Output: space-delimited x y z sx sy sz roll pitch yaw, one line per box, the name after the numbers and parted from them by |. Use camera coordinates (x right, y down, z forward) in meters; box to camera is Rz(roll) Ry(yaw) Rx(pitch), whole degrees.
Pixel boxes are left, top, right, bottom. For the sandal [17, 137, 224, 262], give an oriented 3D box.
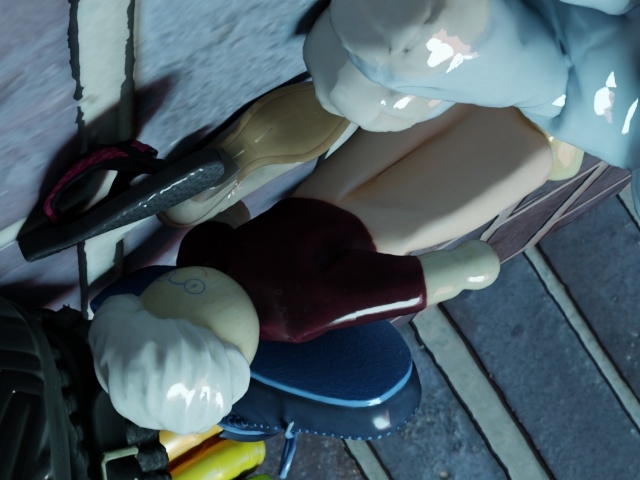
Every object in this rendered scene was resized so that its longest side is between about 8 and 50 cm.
-0.106 -0.024 0.939 0.067 0.040 0.179 -21 -178 -30 | sandal

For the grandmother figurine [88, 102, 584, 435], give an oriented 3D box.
0.000 0.000 1.109 0.208 0.104 0.342 -2 -154 46 | grandmother figurine

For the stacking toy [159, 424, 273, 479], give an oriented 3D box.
-0.084 0.202 1.406 0.175 0.302 0.166 -35 172 24 | stacking toy

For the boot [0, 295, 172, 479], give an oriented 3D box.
-0.162 0.196 1.054 0.131 0.348 0.260 2 171 5 | boot

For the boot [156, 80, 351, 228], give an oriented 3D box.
-0.039 -0.045 1.054 0.118 0.042 0.087 -29 178 -18 | boot

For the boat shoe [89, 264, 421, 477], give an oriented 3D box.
-0.032 0.077 1.181 0.109 0.089 0.258 -29 -150 -30 | boat shoe

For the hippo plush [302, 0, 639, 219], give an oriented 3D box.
0.144 -0.060 0.926 0.234 0.236 0.294 -32 172 -6 | hippo plush
